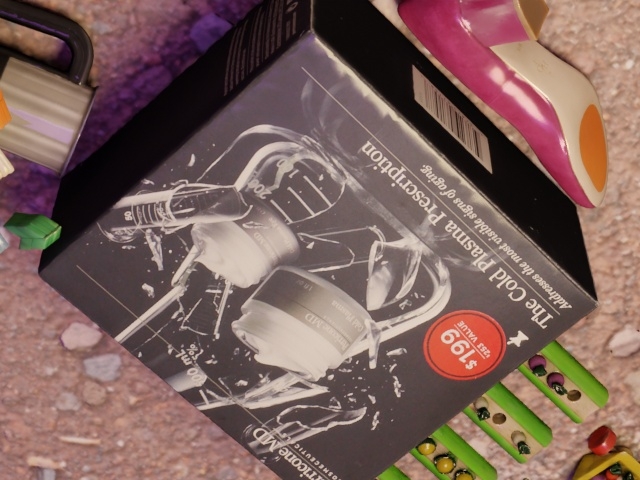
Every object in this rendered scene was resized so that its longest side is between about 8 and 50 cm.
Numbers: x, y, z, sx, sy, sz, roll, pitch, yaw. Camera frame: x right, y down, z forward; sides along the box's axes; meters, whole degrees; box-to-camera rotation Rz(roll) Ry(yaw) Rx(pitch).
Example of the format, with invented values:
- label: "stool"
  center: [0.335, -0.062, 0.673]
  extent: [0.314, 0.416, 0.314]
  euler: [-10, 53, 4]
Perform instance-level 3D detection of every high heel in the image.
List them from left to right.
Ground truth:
- label: "high heel"
  center: [0.158, -0.119, 1.629]
  extent: [0.117, 0.082, 0.244]
  euler: [-3, 137, 34]

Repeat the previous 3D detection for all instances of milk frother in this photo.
- label: "milk frother"
  center: [-0.252, -0.123, 1.571]
  extent: [0.135, 0.143, 0.129]
  euler: [22, 109, -9]

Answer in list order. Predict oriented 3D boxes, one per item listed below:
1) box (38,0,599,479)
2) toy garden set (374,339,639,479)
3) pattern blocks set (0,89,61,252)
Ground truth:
- label: "box"
  center: [0.000, 0.000, 1.621]
  extent: [0.312, 0.179, 0.343]
  euler: [-40, 112, 21]
- label: "toy garden set"
  center: [0.174, 0.219, 1.816]
  extent: [0.244, 0.049, 0.204]
  euler: [-40, 112, 19]
- label: "pattern blocks set"
  center: [-0.330, -0.115, 1.529]
  extent: [0.026, 0.285, 0.325]
  euler: [-44, 103, -27]
